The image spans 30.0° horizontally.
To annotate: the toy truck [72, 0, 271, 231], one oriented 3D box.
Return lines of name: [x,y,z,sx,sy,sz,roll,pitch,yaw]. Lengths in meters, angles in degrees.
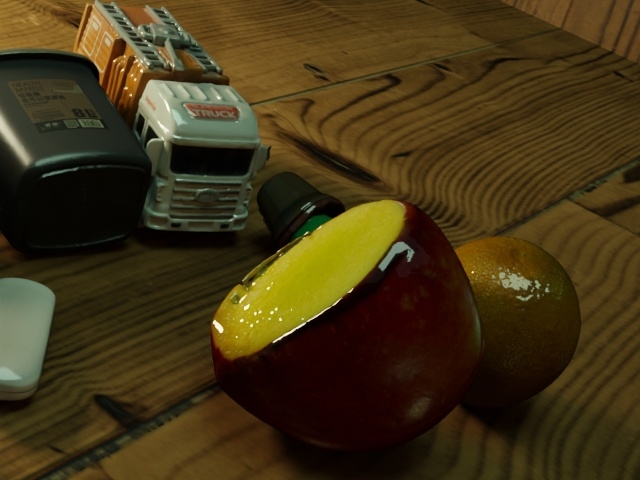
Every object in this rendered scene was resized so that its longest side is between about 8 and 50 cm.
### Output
toy truck: [-0.218,-0.176,1.631,0.173,0.207,0.387,-1,32,-32]

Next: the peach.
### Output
peach: [0.026,0.101,1.232,0.245,0.275,0.248,63,0,6]

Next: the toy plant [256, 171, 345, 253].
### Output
toy plant: [0.000,0.000,1.562,0.200,0.105,0.143,52,19,20]

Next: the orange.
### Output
orange: [0.201,0.096,1.382,0.206,0.206,0.206,14,27,-7]

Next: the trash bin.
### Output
trash bin: [-0.351,-0.123,1.491,0.209,0.182,0.290,-6,41,-37]

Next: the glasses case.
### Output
glasses case: [-0.316,0.098,1.226,0.074,0.049,0.193,12,28,-12]
